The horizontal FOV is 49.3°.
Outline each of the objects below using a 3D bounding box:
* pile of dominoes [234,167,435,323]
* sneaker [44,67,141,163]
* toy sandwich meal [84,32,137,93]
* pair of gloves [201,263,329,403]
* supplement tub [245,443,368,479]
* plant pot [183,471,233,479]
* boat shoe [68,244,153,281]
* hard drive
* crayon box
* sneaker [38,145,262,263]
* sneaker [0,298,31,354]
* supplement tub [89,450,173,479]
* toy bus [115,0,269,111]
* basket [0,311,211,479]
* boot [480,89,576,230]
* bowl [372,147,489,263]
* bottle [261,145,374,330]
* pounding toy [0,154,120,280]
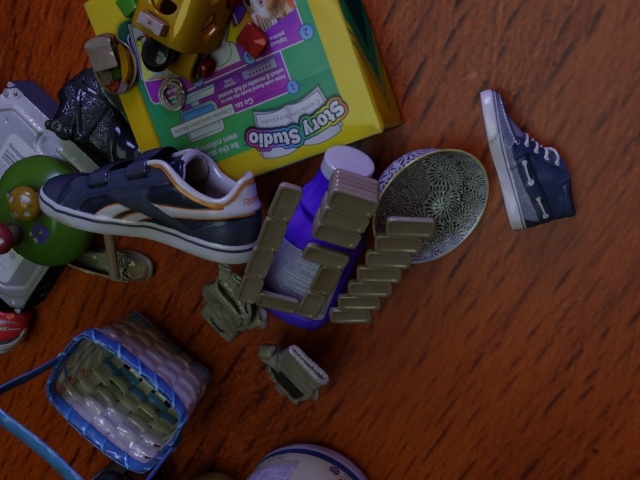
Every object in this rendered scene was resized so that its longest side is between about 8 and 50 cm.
[{"bbox_3d":[0.013,0.016,0.901,0.196,0.040,0.251,16,137,-11],"label":"pile of dominoes"},{"bbox_3d":[-0.331,-0.150,1.071,0.130,0.087,0.227,-26,93,-2],"label":"sneaker"},{"bbox_3d":[-0.292,-0.245,0.969,0.086,0.029,0.085,7,109,23],"label":"toy sandwich meal"},{"bbox_3d":[-0.085,0.149,1.056,0.240,0.042,0.204,43,155,10],"label":"pair of gloves"},{"bbox_3d":[-0.059,0.479,1.034,0.236,0.325,0.235,6,107,19],"label":"supplement tub"},{"bbox_3d":[-0.193,0.456,1.204,0.134,0.095,0.134,6,106,20],"label":"plant pot"},{"bbox_3d":[-0.355,0.041,1.175,0.153,0.048,0.056,14,110,17],"label":"boat shoe"},{"bbox_3d":[-0.506,-0.068,1.190,0.237,0.064,0.339,44,113,4],"label":"hard drive"},{"bbox_3d":[-0.110,-0.246,0.970,0.363,0.106,0.313,-16,100,25],"label":"crayon box"},{"bbox_3d":[-0.228,-0.070,0.945,0.321,0.126,0.127,12,115,9],"label":"sneaker"},{"bbox_3d":[-0.646,0.087,1.288,0.279,0.107,0.118,37,96,4],"label":"sneaker"},{"bbox_3d":[-0.343,0.441,1.205,0.117,0.190,0.117,5,106,20],"label":"supplement tub"},{"bbox_3d":[-0.180,-0.275,0.869,0.191,0.104,0.202,-13,100,25],"label":"toy bus"},{"bbox_3d":[-0.323,0.263,1.092,0.255,0.289,0.201,40,115,8],"label":"basket"},{"bbox_3d":[0.266,-0.110,0.894,0.086,0.069,0.190,-14,107,17],"label":"boot"},{"bbox_3d":[0.130,-0.060,0.930,0.080,0.170,0.170,53,127,51],"label":"bowl"},{"bbox_3d":[0.000,0.000,0.964,0.118,0.092,0.282,26,131,7],"label":"bottle"},{"bbox_3d":[-0.434,-0.030,1.080,0.237,0.110,0.182,13,108,16],"label":"pounding toy"}]
